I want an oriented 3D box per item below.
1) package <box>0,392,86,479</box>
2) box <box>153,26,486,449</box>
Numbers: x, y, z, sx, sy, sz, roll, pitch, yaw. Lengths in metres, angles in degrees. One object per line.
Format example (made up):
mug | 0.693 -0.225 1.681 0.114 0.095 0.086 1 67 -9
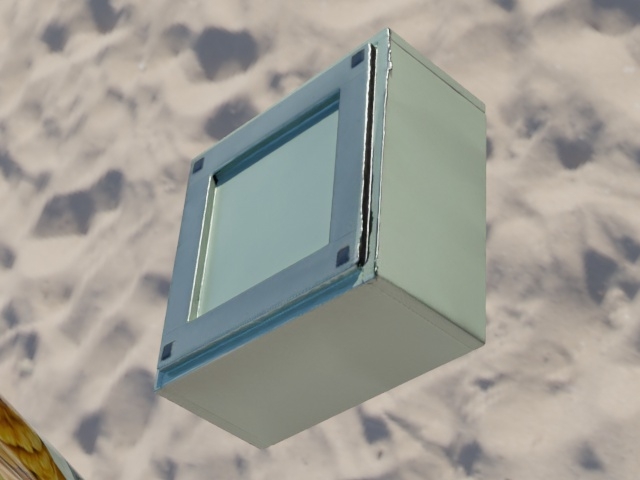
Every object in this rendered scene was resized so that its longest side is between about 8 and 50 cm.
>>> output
package | -0.150 0.144 0.509 0.165 0.311 0.221 -45 41 -10
box | 0.000 0.000 0.998 0.225 0.117 0.225 -31 39 36
